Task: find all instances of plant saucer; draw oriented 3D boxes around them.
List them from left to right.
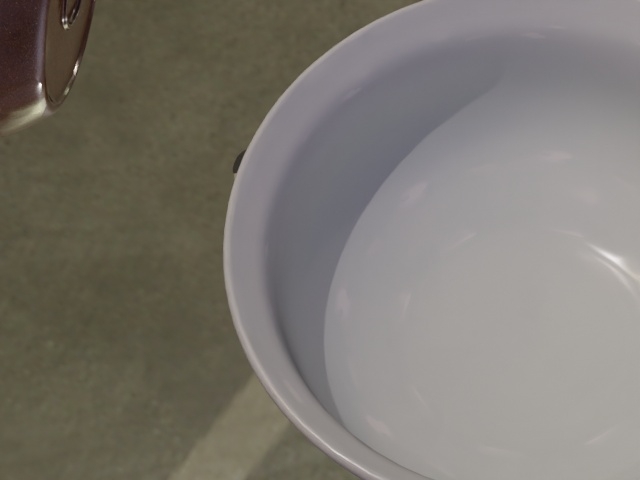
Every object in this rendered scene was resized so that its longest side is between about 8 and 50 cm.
[{"bbox_3d":[-0.139,-0.134,0.905,0.168,0.029,0.168,10,90,-88],"label":"plant saucer"}]

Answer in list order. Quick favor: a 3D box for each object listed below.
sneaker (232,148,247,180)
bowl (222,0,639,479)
[{"bbox_3d":[0.000,0.000,1.192,0.161,0.075,0.057,31,51,-12],"label":"sneaker"},{"bbox_3d":[0.106,0.027,0.871,0.298,0.298,0.134,-47,155,-21],"label":"bowl"}]
